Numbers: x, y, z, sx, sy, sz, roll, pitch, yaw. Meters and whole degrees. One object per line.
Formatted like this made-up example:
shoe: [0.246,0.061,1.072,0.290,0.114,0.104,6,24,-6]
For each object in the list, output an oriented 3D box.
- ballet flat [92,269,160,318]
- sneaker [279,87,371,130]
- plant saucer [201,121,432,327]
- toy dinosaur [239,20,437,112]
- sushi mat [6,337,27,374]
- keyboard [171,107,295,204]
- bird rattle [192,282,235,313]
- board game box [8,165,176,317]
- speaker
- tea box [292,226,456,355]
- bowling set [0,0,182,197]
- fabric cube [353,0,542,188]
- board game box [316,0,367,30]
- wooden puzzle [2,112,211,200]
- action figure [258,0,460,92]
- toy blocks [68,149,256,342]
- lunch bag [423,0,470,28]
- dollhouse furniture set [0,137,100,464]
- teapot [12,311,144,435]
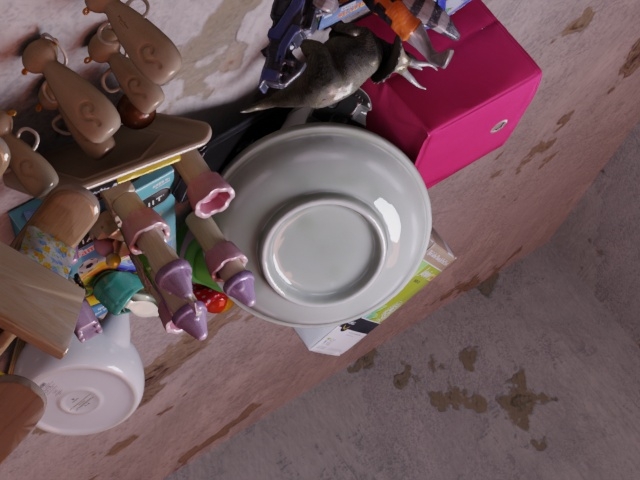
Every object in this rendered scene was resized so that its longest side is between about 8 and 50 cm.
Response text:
ballet flat: [-0.296,0.102,1.983,0.083,0.087,0.247,-47,159,16]
sneaker: [-0.033,-0.146,1.993,0.330,0.122,0.146,-52,-156,14]
plant saucer: [0.000,0.000,1.935,0.401,0.100,0.400,-4,120,-7]
toy dinosaur: [0.019,-0.279,1.820,0.314,0.160,0.121,-27,148,-21]
sushi mat: [-0.506,0.163,2.151,0.151,0.019,0.316,-23,156,-36]
keyboard: [-0.153,-0.139,1.950,0.317,0.033,0.201,-37,161,-53]
bird rattle: [-0.208,0.116,2.454,0.253,0.143,0.207,-16,168,-44]
board game box: [-0.366,0.008,1.909,0.254,0.079,0.336,-31,158,-21]
speaker: [-0.124,0.047,2.135,0.131,0.297,0.131,16,90,-76]
tea box: [0.034,0.001,2.284,0.323,0.329,0.220,-40,162,9]
bowling set: [-0.308,-0.196,1.507,0.287,0.154,0.200,-41,-179,5]
fabric cube: [0.189,-0.265,2.043,0.258,0.259,0.254,-30,162,-23]
board game box: [0.040,-0.393,1.641,0.201,0.136,0.035,-30,161,-24]
wooden puzzle: [-0.298,-0.112,1.607,0.239,0.221,0.044,-30,117,-30]
action figure: [0.029,-0.323,1.519,0.178,0.330,0.341,82,30,-83]
toy blocks: [-0.245,0.064,1.716,0.309,0.260,0.288,-29,155,-12]
lunch bag: [0.208,-0.466,1.831,0.243,0.115,0.303,-34,161,-5]
dollhouse furniture set: [-0.419,-0.025,1.239,0.256,0.394,0.362,-46,-157,28]
teapot: [-0.448,0.227,2.113,0.256,0.187,0.252,-9,136,-7]
